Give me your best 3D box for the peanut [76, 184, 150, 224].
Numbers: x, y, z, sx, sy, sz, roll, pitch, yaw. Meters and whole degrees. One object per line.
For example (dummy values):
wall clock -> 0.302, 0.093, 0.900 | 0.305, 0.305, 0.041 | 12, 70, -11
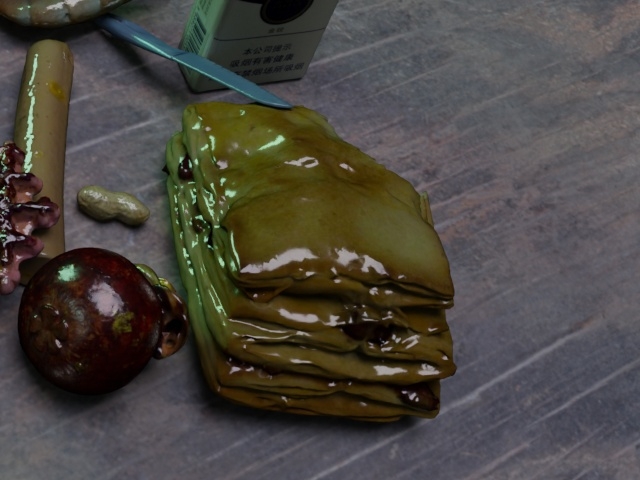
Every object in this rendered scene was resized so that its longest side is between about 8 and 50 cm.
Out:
peanut -> -0.229, -0.040, 1.532 | 0.083, 0.037, 0.037 | 11, 55, -15

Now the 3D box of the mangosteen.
mangosteen -> -0.219, 0.087, 1.407 | 0.156, 0.181, 0.146 | 35, 93, 21

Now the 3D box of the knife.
knife -> -0.155, -0.211, 1.615 | 0.313, 0.019, 0.044 | 29, 31, 29

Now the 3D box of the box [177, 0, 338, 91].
box -> -0.058, -0.290, 1.631 | 0.168, 0.259, 0.071 | -12, 62, -29

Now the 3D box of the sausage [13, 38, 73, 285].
sausage -> -0.305, -0.093, 1.514 | 0.065, 0.066, 0.301 | 9, 55, -19

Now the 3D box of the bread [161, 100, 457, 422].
bread -> 0.000, 0.000, 1.514 | 0.314, 0.191, 0.370 | 6, 55, -20

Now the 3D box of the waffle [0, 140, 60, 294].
waffle -> -0.388, -0.018, 1.405 | 0.221, 0.055, 0.234 | 35, 67, 13

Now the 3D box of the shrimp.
shrimp -> -0.279, -0.314, 1.670 | 0.254, 0.059, 0.145 | -33, 46, -31
